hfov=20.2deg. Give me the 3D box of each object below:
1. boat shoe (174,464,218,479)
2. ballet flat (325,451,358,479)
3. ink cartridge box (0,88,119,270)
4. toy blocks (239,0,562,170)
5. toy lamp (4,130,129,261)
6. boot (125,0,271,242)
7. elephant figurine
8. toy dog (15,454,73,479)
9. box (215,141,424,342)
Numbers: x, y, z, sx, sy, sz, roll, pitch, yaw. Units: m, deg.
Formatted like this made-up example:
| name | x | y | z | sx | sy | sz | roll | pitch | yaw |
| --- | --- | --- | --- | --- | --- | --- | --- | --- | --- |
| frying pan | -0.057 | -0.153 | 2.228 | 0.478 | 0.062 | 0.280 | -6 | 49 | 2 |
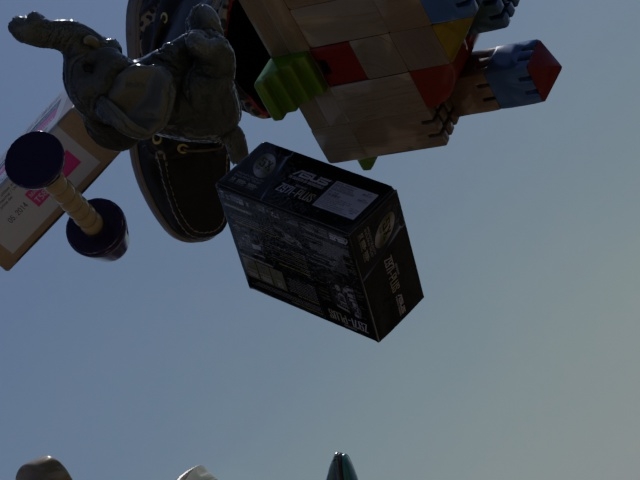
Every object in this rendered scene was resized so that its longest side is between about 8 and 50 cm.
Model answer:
| name | x | y | z | sx | sy | sz | roll | pitch | yaw |
| --- | --- | --- | --- | --- | --- | --- | --- | --- | --- |
| boat shoe | -0.162 | 0.336 | 2.011 | 0.109 | 0.098 | 0.302 | -56 | -11 | 15 |
| ballet flat | 0.031 | 0.346 | 2.166 | 0.070 | 0.188 | 0.070 | -19 | 11 | 4 |
| ink cartridge box | -0.350 | -0.100 | 2.329 | 0.235 | 0.088 | 0.193 | -44 | 16 | 17 |
| toy blocks | 0.072 | -0.232 | 1.790 | 0.261 | 0.381 | 0.191 | -8 | 37 | 33 |
| toy lamp | -0.289 | -0.044 | 2.121 | 0.080 | 0.080 | 0.274 | -37 | -24 | -5 |
| boot | -0.142 | -0.181 | 2.448 | 0.138 | 0.377 | 0.284 | -8 | 5 | -33 |
| elephant figurine | -0.225 | -0.178 | 2.122 | 0.239 | 0.186 | 0.169 | -16 | -38 | -16 |
| toy dog | -0.298 | 0.406 | 2.087 | 0.220 | 0.333 | 0.161 | -12 | -49 | -25 |
| box | 0.000 | 0.000 | 1.789 | 0.077 | 0.180 | 0.147 | -44 | -44 | -30 |
